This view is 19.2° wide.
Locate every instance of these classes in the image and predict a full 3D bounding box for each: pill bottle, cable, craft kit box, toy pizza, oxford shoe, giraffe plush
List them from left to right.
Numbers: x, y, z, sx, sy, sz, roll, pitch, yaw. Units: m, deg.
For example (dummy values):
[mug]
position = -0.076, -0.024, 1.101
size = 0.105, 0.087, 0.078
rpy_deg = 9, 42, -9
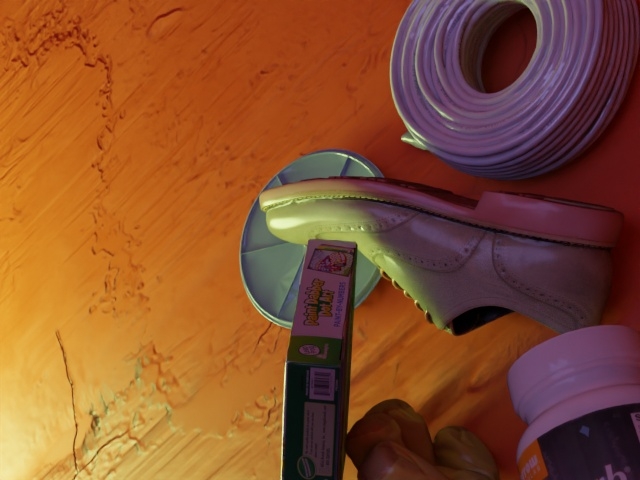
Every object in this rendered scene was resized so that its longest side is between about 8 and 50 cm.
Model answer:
[craft kit box]
position = -0.001, 0.162, 1.784
size = 0.061, 0.246, 0.249
rpy_deg = 5, 115, 5
[toy pizza]
position = 0.000, 0.000, 2.023
size = 0.201, 0.032, 0.201
rpy_deg = -13, 67, 32
[giraffe plush]
position = 0.093, 0.277, 1.786
size = 0.210, 0.181, 0.170
rpy_deg = 31, 108, 8
[oxford shoe]
position = 0.100, 0.016, 1.855
size = 0.397, 0.140, 0.146
rpy_deg = 8, 93, 37
[cable]
position = 0.190, -0.187, 1.895
size = 0.257, 0.089, 0.257
rpy_deg = 28, 93, 42
[pill bottle]
position = 0.260, 0.224, 1.640
size = 0.162, 0.162, 0.278
rpy_deg = -32, 56, 27
